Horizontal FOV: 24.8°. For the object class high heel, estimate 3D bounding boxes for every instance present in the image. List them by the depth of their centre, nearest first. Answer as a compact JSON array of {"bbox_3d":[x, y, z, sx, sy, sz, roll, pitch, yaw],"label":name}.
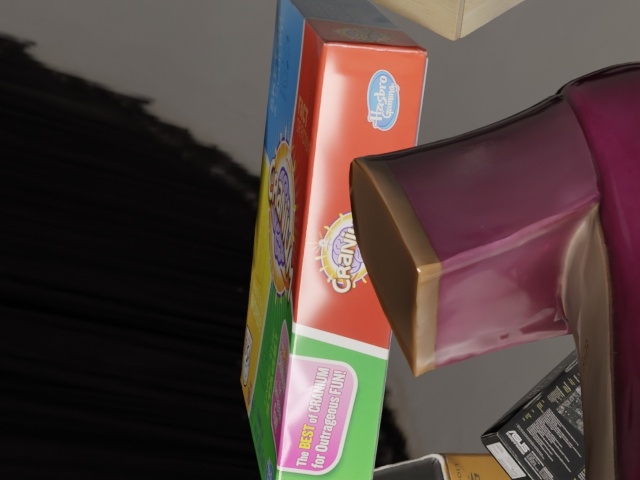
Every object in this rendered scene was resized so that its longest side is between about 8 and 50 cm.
[{"bbox_3d":[0.153,0.082,0.443,0.127,0.181,0.377,93,158,-54],"label":"high heel"}]

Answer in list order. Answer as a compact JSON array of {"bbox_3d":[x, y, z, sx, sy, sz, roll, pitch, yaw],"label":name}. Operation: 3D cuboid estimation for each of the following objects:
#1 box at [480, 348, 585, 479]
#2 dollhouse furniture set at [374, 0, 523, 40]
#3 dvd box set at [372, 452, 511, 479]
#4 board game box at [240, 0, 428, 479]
[{"bbox_3d":[0.115,0.090,0.585,0.083,0.067,0.018,51,157,0],"label":"box"},{"bbox_3d":[0.103,-0.267,0.851,0.212,0.161,0.242,33,138,29],"label":"dollhouse furniture set"},{"bbox_3d":[0.109,0.243,1.238,0.308,0.420,0.062,-22,69,35],"label":"dvd box set"},{"bbox_3d":[0.000,0.000,1.001,0.242,0.064,0.316,-115,30,-71],"label":"board game box"}]
